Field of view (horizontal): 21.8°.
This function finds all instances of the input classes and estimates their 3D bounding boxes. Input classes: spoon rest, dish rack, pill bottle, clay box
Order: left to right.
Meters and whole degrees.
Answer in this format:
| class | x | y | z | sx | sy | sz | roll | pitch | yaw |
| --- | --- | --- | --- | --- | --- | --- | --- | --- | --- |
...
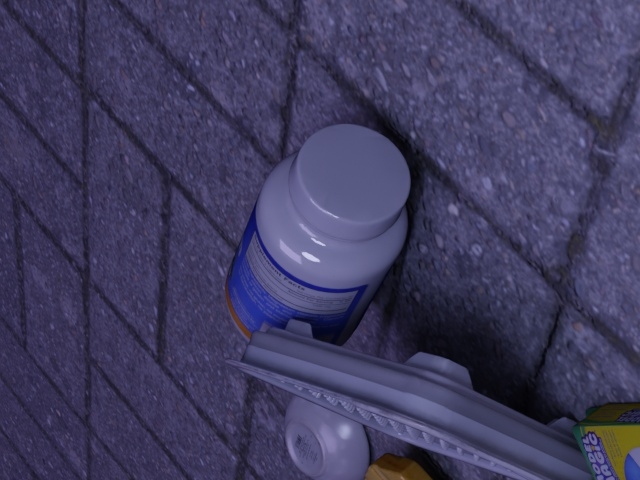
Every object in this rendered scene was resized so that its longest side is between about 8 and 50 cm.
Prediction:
| class | x | y | z | sx | sy | sz | roll | pitch | yaw |
| --- | --- | --- | --- | --- | --- | --- | --- | --- | --- |
| spoon rest | -0.006 | 0.283 | 2.037 | 0.137 | 0.084 | 0.276 | 44 | 135 | 28 |
| pill bottle | 0.000 | 0.000 | 1.663 | 0.152 | 0.152 | 0.272 | 53 | 151 | 17 |
| dish rack | 0.095 | 0.157 | 1.598 | 0.285 | 0.072 | 0.333 | 26 | 170 | -36 |
| clay box | 0.305 | 0.206 | 1.438 | 0.222 | 0.053 | 0.127 | -15 | 101 | 61 |

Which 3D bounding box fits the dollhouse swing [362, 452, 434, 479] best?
| class | x | y | z | sx | sy | sz | roll | pitch | yaw |
| --- | --- | --- | --- | --- | --- | --- | --- | --- | --- |
| dollhouse swing | 0.091 | 0.471 | 1.820 | 0.305 | 0.315 | 0.347 | 33 | 147 | 9 |
